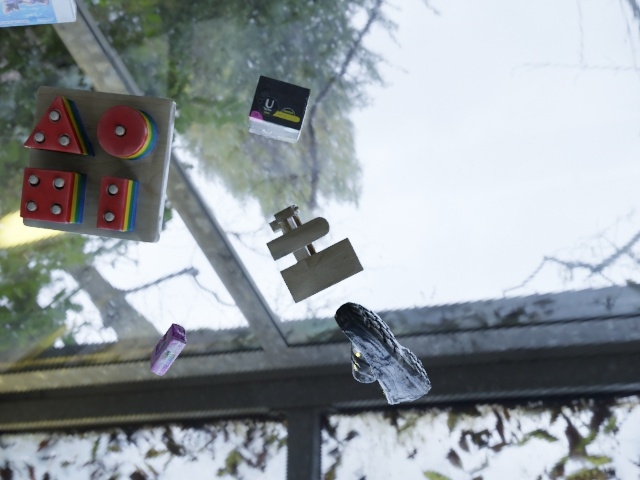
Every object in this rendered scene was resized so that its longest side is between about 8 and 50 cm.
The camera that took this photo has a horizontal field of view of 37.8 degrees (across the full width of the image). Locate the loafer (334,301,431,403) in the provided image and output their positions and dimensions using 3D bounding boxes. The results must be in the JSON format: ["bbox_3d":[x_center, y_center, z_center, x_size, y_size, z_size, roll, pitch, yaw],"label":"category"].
[{"bbox_3d":[0.074,0.161,1.264,0.078,0.223,0.076,-33,-136,9],"label":"loafer"}]

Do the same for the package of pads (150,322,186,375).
[{"bbox_3d":[-0.267,0.190,1.635,0.083,0.032,0.050,-54,-154,22],"label":"package of pads"}]

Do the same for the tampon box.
[{"bbox_3d":[-0.095,-0.296,2.135,0.120,0.161,0.102,15,-95,-3],"label":"tampon box"}]

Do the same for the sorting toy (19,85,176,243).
[{"bbox_3d":[-0.402,-0.137,1.634,0.257,0.089,0.256,7,-89,11],"label":"sorting toy"}]

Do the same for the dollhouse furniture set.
[{"bbox_3d":[0.000,0.000,1.512,0.123,0.144,0.151,-27,179,16],"label":"dollhouse furniture set"}]

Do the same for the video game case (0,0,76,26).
[{"bbox_3d":[-0.659,-0.550,1.912,0.269,0.244,0.061,-6,-127,-4],"label":"video game case"}]
